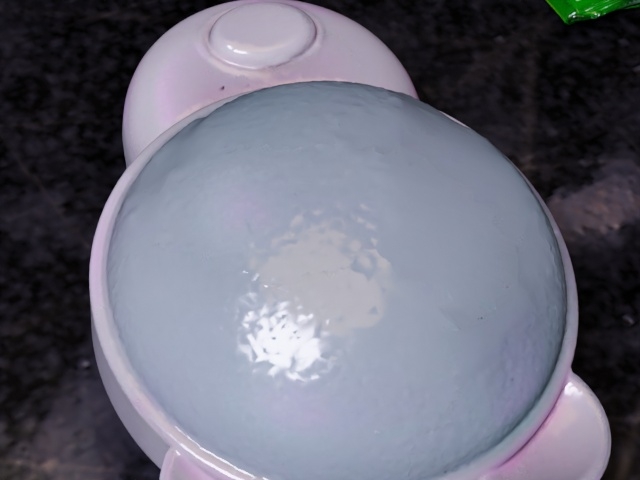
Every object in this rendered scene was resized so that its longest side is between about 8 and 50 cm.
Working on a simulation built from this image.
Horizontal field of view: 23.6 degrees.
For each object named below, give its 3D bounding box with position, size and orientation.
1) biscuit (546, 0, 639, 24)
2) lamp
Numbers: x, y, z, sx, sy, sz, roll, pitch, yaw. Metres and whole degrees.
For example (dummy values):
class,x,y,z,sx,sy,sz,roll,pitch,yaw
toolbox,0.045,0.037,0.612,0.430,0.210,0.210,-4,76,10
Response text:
class,x,y,z,sx,sy,sz,roll,pitch,yaw
biscuit,0.114,-0.135,0.740,0.046,0.016,0.089,-23,60,-24
lamp,0.000,-0.002,0.571,0.180,0.108,0.246,-6,54,-17
